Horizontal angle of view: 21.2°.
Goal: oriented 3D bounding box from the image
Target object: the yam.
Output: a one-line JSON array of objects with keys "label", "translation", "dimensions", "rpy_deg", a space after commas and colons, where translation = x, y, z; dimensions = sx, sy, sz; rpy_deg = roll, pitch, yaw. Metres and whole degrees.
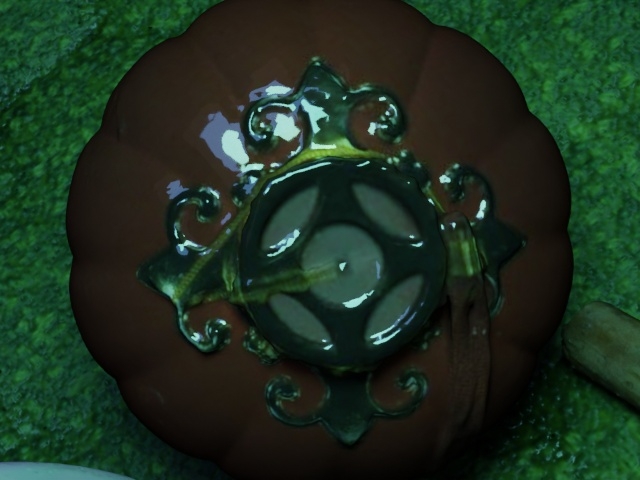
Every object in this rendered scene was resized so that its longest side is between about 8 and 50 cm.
[{"label": "yam", "translation": [0.246, 0.110, 1.012], "dimensions": [0.241, 0.057, 0.057], "rpy_deg": [32, 74, 28]}]

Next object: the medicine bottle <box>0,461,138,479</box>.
[{"label": "medicine bottle", "translation": [-0.168, 0.304, 0.921], "dimensions": [0.212, 0.212, 0.325], "rpy_deg": [-9, 59, 10]}]

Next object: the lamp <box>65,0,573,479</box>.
[{"label": "lamp", "translation": [0.000, 0.000, 1.015], "dimensions": [0.303, 0.257, 0.303], "rpy_deg": [0, 95, -6]}]
